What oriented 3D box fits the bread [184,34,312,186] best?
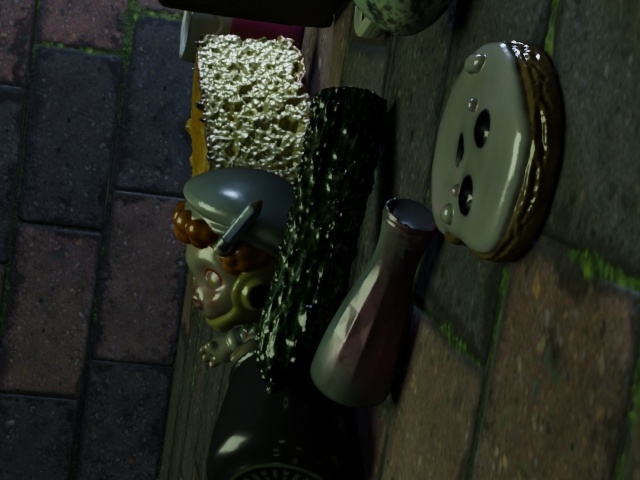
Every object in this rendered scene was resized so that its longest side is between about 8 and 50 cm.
[{"bbox_3d":[-0.111,-0.149,1.829,0.179,0.194,0.340,113,156,-48],"label":"bread"}]

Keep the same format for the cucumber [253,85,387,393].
[{"bbox_3d":[0.000,0.000,1.328,0.096,0.096,0.359,124,160,-66],"label":"cucumber"}]

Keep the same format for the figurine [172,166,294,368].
[{"bbox_3d":[-0.077,0.085,1.619,0.224,0.205,0.381,-146,46,-63],"label":"figurine"}]

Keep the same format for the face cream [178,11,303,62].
[{"bbox_3d":[-0.137,-0.379,2.085,0.175,0.195,0.175,-172,90,-78],"label":"face cream"}]

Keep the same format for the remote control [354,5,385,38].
[{"bbox_3d":[0.082,-0.296,1.372,0.221,0.042,0.078,135,140,-73],"label":"remote control"}]

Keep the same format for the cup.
[{"bbox_3d":[-0.032,0.235,1.370,0.176,0.169,0.223,-90,-18,-46],"label":"cup"}]

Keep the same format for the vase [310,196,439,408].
[{"bbox_3d":[0.059,0.061,1.193,0.086,0.086,0.214,-102,26,-57],"label":"vase"}]

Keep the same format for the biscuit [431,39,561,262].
[{"bbox_3d":[0.135,-0.073,0.974,0.208,0.049,0.180,-124,42,-75],"label":"biscuit"}]

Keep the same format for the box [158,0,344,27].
[{"bbox_3d":[-0.089,-0.420,1.698,0.143,0.273,0.184,152,123,-72],"label":"box"}]

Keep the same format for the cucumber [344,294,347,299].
[{"bbox_3d":[0.012,0.081,1.464,0.105,0.048,0.048,-144,61,-76],"label":"cucumber"}]

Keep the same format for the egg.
[{"bbox_3d":[0.077,-0.282,1.164,0.132,0.132,0.172,140,126,-73],"label":"egg"}]
